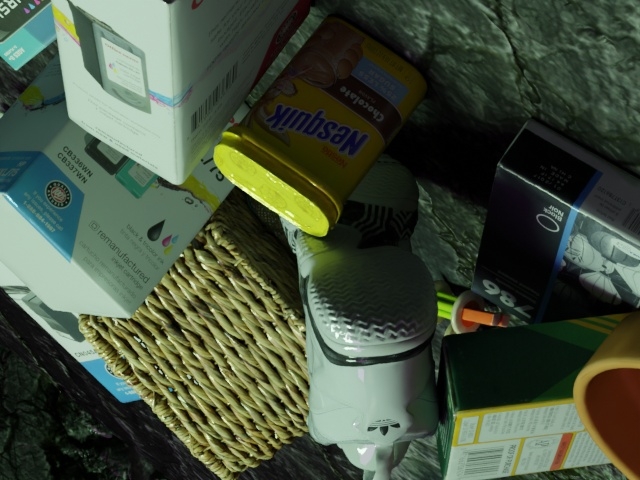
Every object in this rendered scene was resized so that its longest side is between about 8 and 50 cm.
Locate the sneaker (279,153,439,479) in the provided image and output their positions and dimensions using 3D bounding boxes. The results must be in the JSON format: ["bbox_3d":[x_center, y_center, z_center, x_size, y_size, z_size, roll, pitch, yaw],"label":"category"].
[{"bbox_3d":[0.034,0.066,1.451,0.366,0.137,0.210,-100,8,-61],"label":"sneaker"}]

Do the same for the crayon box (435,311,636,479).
[{"bbox_3d":[0.273,0.143,1.422,0.323,0.083,0.203,-6,153,-2],"label":"crayon box"}]

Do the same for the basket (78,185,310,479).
[{"bbox_3d":[-0.110,0.090,1.795,0.299,0.223,0.213,48,-161,-22],"label":"basket"}]

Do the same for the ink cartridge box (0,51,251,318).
[{"bbox_3d":[-0.235,-0.083,1.658,0.198,0.270,0.197,48,155,-26],"label":"ink cartridge box"}]

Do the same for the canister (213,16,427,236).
[{"bbox_3d":[0.003,-0.106,1.370,0.126,0.170,0.073,34,159,7],"label":"canister"}]

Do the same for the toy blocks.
[{"bbox_3d":[0.193,0.106,1.675,0.148,0.054,0.123,16,151,43],"label":"toy blocks"}]

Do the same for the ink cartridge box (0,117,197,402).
[{"bbox_3d":[-0.264,0.011,1.952,0.285,0.166,0.395,-16,126,42],"label":"ink cartridge box"}]

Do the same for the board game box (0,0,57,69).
[{"bbox_3d":[-0.344,-0.346,1.463,0.336,0.079,0.254,44,143,-17],"label":"board game box"}]

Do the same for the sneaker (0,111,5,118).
[{"bbox_3d":[-0.370,-0.101,2.104,0.235,0.090,0.094,25,146,26],"label":"sneaker"}]

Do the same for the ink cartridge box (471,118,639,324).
[{"bbox_3d":[0.233,0.025,1.434,0.165,0.065,0.332,30,159,15],"label":"ink cartridge box"}]

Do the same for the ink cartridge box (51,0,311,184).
[{"bbox_3d":[-0.104,-0.217,1.231,0.131,0.226,0.306,32,157,10],"label":"ink cartridge box"}]

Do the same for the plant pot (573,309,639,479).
[{"bbox_3d":[0.376,0.111,1.188,0.291,0.203,0.291,32,159,14],"label":"plant pot"}]

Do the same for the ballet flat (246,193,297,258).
[{"bbox_3d":[0.000,0.000,1.750,0.067,0.073,0.206,-21,127,39],"label":"ballet flat"}]
